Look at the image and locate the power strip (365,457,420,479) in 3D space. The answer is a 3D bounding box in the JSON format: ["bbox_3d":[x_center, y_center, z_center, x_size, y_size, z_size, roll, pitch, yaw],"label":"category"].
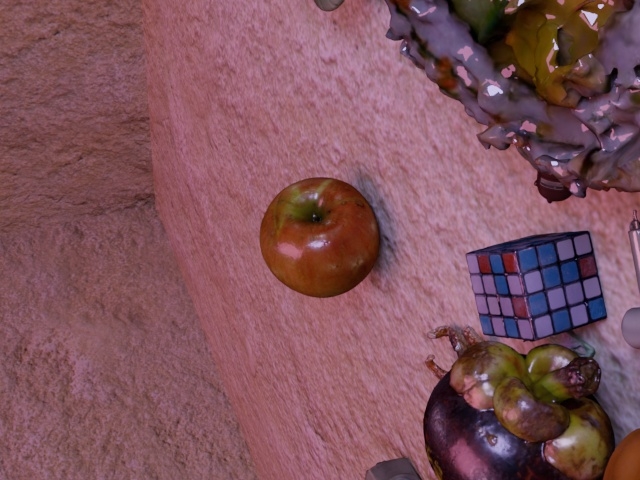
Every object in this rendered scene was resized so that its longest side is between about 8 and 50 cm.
[{"bbox_3d":[0.166,0.473,1.168,0.286,0.080,0.048,-124,30,-42],"label":"power strip"}]

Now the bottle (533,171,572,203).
[{"bbox_3d":[0.231,-0.085,0.696,0.063,0.047,0.101,-69,-22,-54],"label":"bottle"}]

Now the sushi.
[{"bbox_3d":[0.168,-0.214,0.479,0.417,0.176,0.417,39,150,28],"label":"sushi"}]

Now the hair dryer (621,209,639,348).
[{"bbox_3d":[0.291,0.033,0.633,0.063,0.038,0.124,159,104,-68],"label":"hair dryer"}]

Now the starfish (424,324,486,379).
[{"bbox_3d":[0.213,0.172,0.923,0.210,0.053,0.150,5,120,64],"label":"starfish"}]

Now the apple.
[{"bbox_3d":[0.000,0.000,1.152,0.196,0.196,0.195,166,90,-70],"label":"apple"}]

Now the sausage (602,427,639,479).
[{"bbox_3d":[0.320,0.241,0.555,0.136,0.120,0.241,-45,49,13],"label":"sausage"}]

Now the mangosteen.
[{"bbox_3d":[0.209,0.180,0.724,0.192,0.192,0.217,59,140,40],"label":"mangosteen"}]

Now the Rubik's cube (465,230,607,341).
[{"bbox_3d":[0.218,0.045,0.738,0.092,0.092,0.092,172,84,-70],"label":"Rubik's cube"}]

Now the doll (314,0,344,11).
[{"bbox_3d":[-0.026,-0.448,0.896,0.268,0.217,0.284,125,126,-72],"label":"doll"}]

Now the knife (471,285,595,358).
[{"bbox_3d":[0.237,0.086,0.831,0.207,0.014,0.030,-144,44,-58],"label":"knife"}]
